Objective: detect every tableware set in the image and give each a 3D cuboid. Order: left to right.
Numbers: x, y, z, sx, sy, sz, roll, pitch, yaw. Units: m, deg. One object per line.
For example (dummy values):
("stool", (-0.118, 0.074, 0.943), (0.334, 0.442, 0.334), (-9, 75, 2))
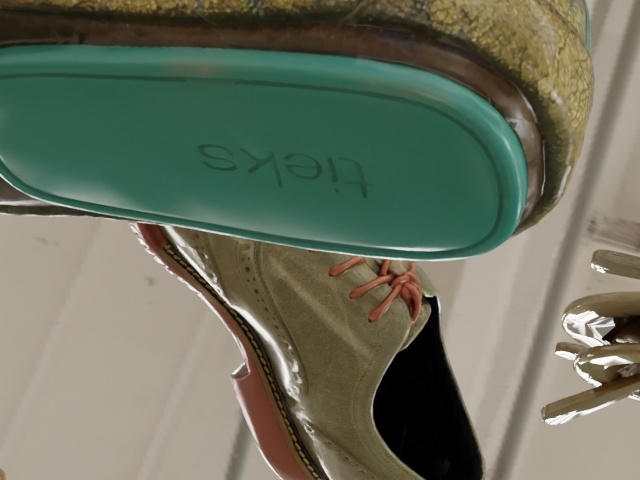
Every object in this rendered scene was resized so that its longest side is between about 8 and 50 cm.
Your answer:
("tableware set", (0.178, 0.058, 0.471), (0.194, 0.128, 0.039), (12, -108, 8))

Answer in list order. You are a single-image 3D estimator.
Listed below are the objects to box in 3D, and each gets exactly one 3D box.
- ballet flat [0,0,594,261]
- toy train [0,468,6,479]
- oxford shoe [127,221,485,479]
("ballet flat", (-0.097, -0.065, 0.388), (0.348, 0.123, 0.123), (5, -93, 13))
("toy train", (-0.191, 0.154, 0.655), (0.125, 0.166, 0.046), (5, -69, -8))
("oxford shoe", (0.000, 0.000, 0.705), (0.130, 0.348, 0.123), (7, -135, 40))
